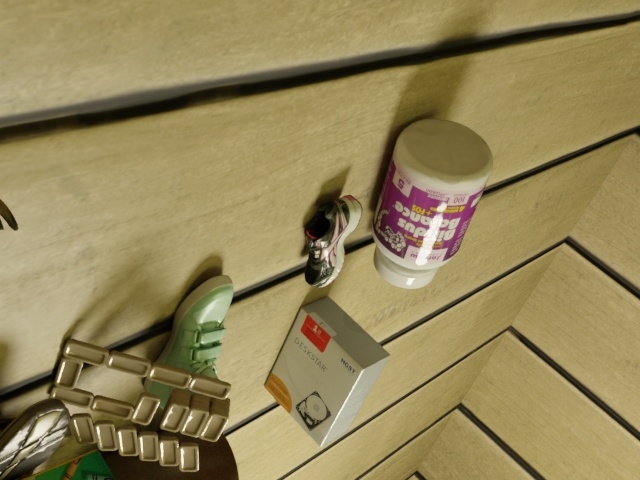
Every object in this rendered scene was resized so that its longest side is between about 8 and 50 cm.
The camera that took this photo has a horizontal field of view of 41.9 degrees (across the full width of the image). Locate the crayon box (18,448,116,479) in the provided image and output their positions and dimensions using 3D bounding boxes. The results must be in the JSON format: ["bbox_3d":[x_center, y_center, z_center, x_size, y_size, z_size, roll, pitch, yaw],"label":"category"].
[{"bbox_3d":[-0.428,0.393,1.137,0.165,0.081,0.278,-39,167,24],"label":"crayon box"}]

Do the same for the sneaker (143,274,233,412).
[{"bbox_3d":[-0.166,0.184,1.293,0.094,0.151,0.255,-7,132,-53],"label":"sneaker"}]

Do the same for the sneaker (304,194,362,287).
[{"bbox_3d":[0.000,0.000,1.416,0.077,0.072,0.178,-6,125,-40],"label":"sneaker"}]

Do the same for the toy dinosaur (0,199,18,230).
[{"bbox_3d":[-0.366,0.024,0.781,0.200,0.127,0.295,-44,162,-26],"label":"toy dinosaur"}]

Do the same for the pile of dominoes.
[{"bbox_3d":[-0.261,0.234,1.204,0.040,0.251,0.196,-93,-154,-55],"label":"pile of dominoes"}]

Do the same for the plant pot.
[{"bbox_3d":[-0.293,0.419,1.405,0.230,0.215,0.215,5,124,-43],"label":"plant pot"}]

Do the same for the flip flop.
[{"bbox_3d":[-0.435,0.287,1.106,0.277,0.080,0.112,-44,160,31],"label":"flip flop"}]

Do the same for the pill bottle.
[{"bbox_3d":[0.186,-0.054,1.497,0.169,0.169,0.301,-30,149,-34],"label":"pill bottle"}]

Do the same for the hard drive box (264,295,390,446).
[{"bbox_3d":[0.008,0.258,1.651,0.089,0.181,0.232,-18,141,-46],"label":"hard drive box"}]
